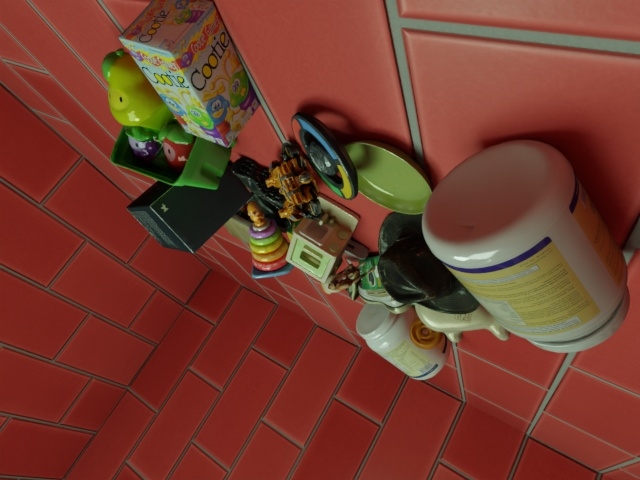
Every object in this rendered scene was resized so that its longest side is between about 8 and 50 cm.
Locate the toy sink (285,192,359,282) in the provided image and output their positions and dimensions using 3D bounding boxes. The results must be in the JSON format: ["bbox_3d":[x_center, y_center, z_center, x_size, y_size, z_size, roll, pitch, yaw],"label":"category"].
[{"bbox_3d":[0.000,0.000,1.393,0.152,0.131,0.234,31,143,6],"label":"toy sink"}]

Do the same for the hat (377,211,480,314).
[{"bbox_3d":[0.241,0.083,1.157,0.331,0.134,0.332,31,137,34],"label":"hat"}]

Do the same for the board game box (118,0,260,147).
[{"bbox_3d":[-0.263,-0.355,0.975,0.142,0.144,0.275,24,162,23],"label":"board game box"}]

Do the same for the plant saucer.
[{"bbox_3d":[0.148,-0.146,1.016,0.240,0.037,0.241,30,162,11],"label":"plant saucer"}]

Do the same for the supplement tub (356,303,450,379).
[{"bbox_3d":[0.323,0.370,1.783,0.324,0.236,0.235,39,162,-19],"label":"supplement tub"}]

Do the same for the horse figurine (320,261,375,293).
[{"bbox_3d":[0.065,0.131,1.542,0.066,0.174,0.263,62,157,-5],"label":"horse figurine"}]

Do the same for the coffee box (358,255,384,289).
[{"bbox_3d":[0.189,0.107,1.526,0.040,0.113,0.184,-8,175,-22],"label":"coffee box"}]

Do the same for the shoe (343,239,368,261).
[{"bbox_3d":[0.073,0.016,1.542,0.177,0.064,0.081,31,160,-6],"label":"shoe"}]

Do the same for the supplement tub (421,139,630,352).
[{"bbox_3d":[0.356,0.021,0.774,0.331,0.241,0.241,42,160,-28],"label":"supplement tub"}]

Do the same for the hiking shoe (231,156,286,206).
[{"bbox_3d":[-0.173,-0.177,1.439,0.226,0.086,0.114,37,173,15],"label":"hiking shoe"}]

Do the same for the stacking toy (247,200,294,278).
[{"bbox_3d":[-0.204,-0.021,1.668,0.165,0.175,0.302,-10,128,6],"label":"stacking toy"}]

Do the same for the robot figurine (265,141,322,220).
[{"bbox_3d":[-0.076,-0.139,1.213,0.211,0.085,0.291,66,168,-2],"label":"robot figurine"}]

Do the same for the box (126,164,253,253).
[{"bbox_3d":[-0.479,-0.137,1.634,0.212,0.293,0.395,53,157,-23],"label":"box"}]

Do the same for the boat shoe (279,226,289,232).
[{"bbox_3d":[-0.169,-0.069,1.770,0.125,0.038,0.046,23,119,12],"label":"boat shoe"}]

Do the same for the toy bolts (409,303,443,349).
[{"bbox_3d":[0.351,0.233,1.468,0.228,0.218,0.158,44,176,28],"label":"toy bolts"}]

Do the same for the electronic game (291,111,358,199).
[{"bbox_3d":[0.008,-0.187,1.025,0.229,0.048,0.229,50,171,11],"label":"electronic game"}]

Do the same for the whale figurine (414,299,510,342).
[{"bbox_3d":[0.407,0.182,1.282,0.271,0.217,0.141,15,-163,28],"label":"whale figurine"}]

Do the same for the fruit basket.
[{"bbox_3d":[-0.466,-0.323,1.268,0.391,0.283,0.392,22,177,1],"label":"fruit basket"}]

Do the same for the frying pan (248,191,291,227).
[{"bbox_3d":[-0.177,-0.135,1.583,0.197,0.053,0.326,32,161,5],"label":"frying pan"}]

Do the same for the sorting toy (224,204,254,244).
[{"bbox_3d":[-0.294,-0.060,1.923,0.255,0.089,0.257,27,162,17],"label":"sorting toy"}]

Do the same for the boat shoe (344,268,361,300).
[{"bbox_3d":[0.131,0.173,1.858,0.073,0.080,0.224,32,158,20],"label":"boat shoe"}]

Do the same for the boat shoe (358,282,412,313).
[{"bbox_3d":[0.224,0.175,1.669,0.302,0.113,0.103,10,126,64],"label":"boat shoe"}]

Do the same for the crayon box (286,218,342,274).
[{"bbox_3d":[-0.017,0.029,1.700,0.165,0.081,0.278,27,162,17],"label":"crayon box"}]
